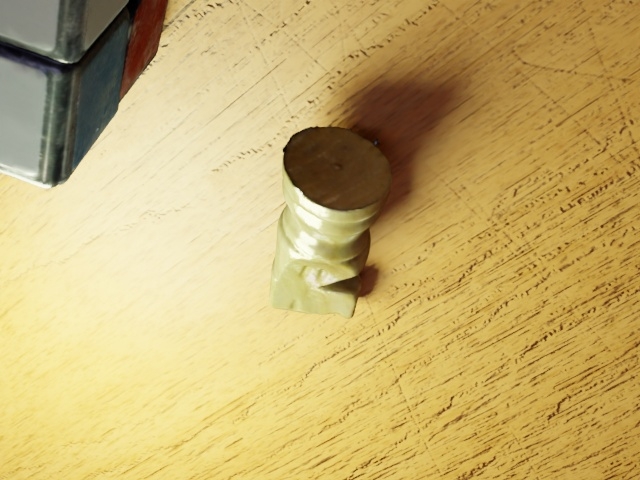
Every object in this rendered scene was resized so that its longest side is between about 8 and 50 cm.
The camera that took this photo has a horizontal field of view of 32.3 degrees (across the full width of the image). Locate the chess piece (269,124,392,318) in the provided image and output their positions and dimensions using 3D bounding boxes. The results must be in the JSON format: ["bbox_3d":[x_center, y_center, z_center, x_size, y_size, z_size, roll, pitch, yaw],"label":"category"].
[{"bbox_3d":[0.000,0.000,1.395,0.137,0.137,0.301,16,142,2],"label":"chess piece"}]

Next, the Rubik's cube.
[{"bbox_3d":[-0.332,-0.293,1.116,0.318,0.313,0.316,20,129,0],"label":"Rubik's cube"}]
